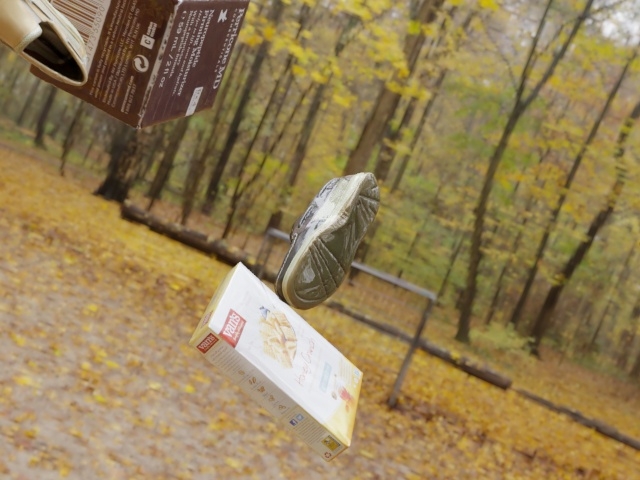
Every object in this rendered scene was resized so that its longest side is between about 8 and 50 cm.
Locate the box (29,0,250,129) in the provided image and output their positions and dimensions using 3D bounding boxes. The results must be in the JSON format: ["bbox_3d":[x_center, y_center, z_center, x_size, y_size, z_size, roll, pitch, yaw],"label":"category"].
[{"bbox_3d":[-0.222,-0.260,1.174,0.167,0.168,0.203,27,22,12],"label":"box"}]

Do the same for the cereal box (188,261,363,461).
[{"bbox_3d":[-0.050,0.155,1.221,0.240,0.047,0.173,43,25,-13],"label":"cereal box"}]

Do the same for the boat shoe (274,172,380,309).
[{"bbox_3d":[0.000,-0.001,1.141,0.073,0.223,0.080,2,-47,36],"label":"boat shoe"}]

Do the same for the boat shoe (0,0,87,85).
[{"bbox_3d":[-0.282,-0.207,0.870,0.190,0.068,0.072,32,21,-52],"label":"boat shoe"}]
